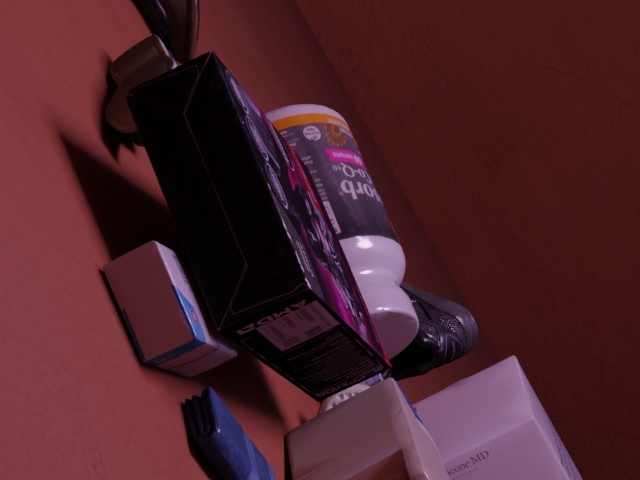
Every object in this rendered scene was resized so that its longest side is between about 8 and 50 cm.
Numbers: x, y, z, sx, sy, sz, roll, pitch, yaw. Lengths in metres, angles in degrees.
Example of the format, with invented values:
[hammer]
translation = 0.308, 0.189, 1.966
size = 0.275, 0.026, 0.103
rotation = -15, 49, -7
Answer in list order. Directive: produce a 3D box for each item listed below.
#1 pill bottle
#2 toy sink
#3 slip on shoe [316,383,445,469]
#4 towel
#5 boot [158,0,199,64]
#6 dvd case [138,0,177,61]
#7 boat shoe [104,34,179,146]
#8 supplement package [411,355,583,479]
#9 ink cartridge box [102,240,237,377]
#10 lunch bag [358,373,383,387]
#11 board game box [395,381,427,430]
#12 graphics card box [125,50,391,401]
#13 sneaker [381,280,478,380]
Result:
[pill bottle]
translation = 0.000, 0.000, 2.096
size = 0.278, 0.162, 0.162
rotation = 67, 9, 29
[toy sink]
translation = 0.057, 0.256, 1.749
size = 0.153, 0.131, 0.234
rotation = 60, 4, -18
[slip on shoe]
translation = 0.089, 0.285, 2.001
size = 0.331, 0.123, 0.101
rotation = 54, -21, -24
[towel]
translation = -0.071, 0.179, 1.548
size = 0.119, 0.029, 0.067
rotation = 58, 9, -36
[boot]
translation = -0.196, -0.304, 2.194
size = 0.082, 0.106, 0.219
rotation = -103, -171, -71
[dvd case]
translation = -0.197, -0.276, 2.267
size = 0.119, 0.013, 0.087
rotation = 61, 8, -19
[boat shoe]
translation = -0.157, -0.133, 1.819
size = 0.069, 0.081, 0.228
rotation = 55, 8, -21
[supplement package]
translation = 0.258, 0.340, 2.554
size = 0.293, 0.177, 0.175
rotation = 59, 9, -23
[ink cartridge box]
translation = -0.120, 0.058, 1.542
size = 0.089, 0.052, 0.122
rotation = 65, 9, 15
[lunch bag]
translation = 0.029, 0.147, 2.123
size = 0.053, 0.071, 0.083
rotation = 64, 4, -47
[board game box]
translation = 0.082, 0.219, 2.306
size = 0.210, 0.047, 0.160
rotation = 59, 9, -24
[graphics card box]
translation = -0.047, -0.001, 1.710
size = 0.371, 0.094, 0.233
rotation = 46, 21, -70
[sneaker]
translation = 0.058, 0.097, 2.222
size = 0.130, 0.227, 0.087
rotation = -28, 132, -49
